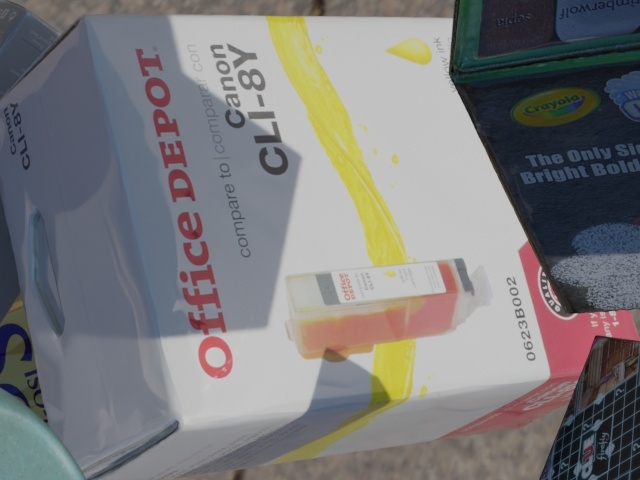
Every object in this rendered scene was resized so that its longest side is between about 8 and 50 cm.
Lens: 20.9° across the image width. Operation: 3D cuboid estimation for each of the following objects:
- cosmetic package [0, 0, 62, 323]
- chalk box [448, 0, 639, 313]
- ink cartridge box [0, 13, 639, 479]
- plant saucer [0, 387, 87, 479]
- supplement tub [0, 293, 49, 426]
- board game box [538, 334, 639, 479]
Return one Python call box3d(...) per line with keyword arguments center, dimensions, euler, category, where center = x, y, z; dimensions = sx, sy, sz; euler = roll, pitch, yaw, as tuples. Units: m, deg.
box3d(center=(-0.252, -0.050, 1.283), dimensions=(0.127, 0.107, 0.238), euler=(38, 86, -36), category="cosmetic package")
box3d(center=(0.129, -0.085, 0.638), dimensions=(0.132, 0.132, 0.213), euler=(-5, 145, 20), category="chalk box")
box3d(center=(0.000, 0.000, 1.192), dimensions=(0.160, 0.384, 0.279), euler=(-34, 66, 51), category="ink cartridge box")
box3d(center=(-0.162, 0.136, 0.878), dimensions=(0.037, 0.195, 0.195), euler=(-33, 103, 21), category="plant saucer")
box3d(center=(-0.249, 0.120, 1.647), dimensions=(0.331, 0.241, 0.241), euler=(-20, 110, 1), category="supplement tub")
box3d(center=(0.150, 0.165, 0.774), dimensions=(0.042, 0.243, 0.165), euler=(33, 163, -33), category="board game box")
